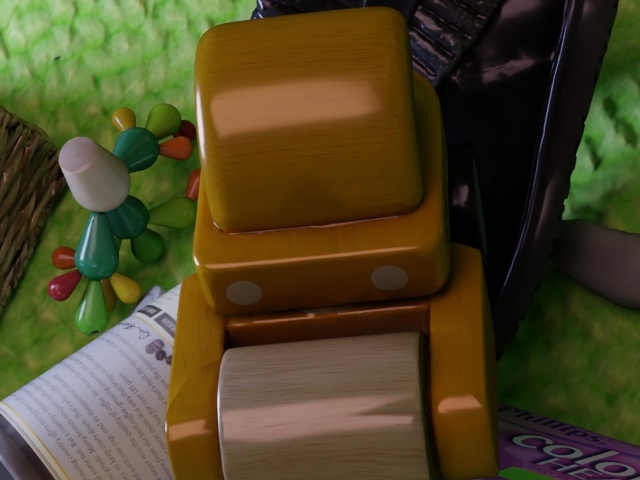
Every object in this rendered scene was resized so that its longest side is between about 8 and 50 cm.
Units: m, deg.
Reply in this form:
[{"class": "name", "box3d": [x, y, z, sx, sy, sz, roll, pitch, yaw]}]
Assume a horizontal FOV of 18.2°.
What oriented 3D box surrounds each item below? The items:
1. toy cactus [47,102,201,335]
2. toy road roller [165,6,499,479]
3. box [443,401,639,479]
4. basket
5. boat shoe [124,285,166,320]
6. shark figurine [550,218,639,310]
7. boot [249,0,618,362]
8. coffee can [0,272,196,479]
[{"class": "toy cactus", "box3d": [-0.177, -0.037, 1.673, 0.112, 0.180, 0.219, 22, 73, 24]}, {"class": "toy road roller", "box3d": [0.000, 0.000, 1.295, 0.203, 0.240, 0.329, -6, 44, 8]}, {"class": "box", "box3d": [0.151, 0.220, 1.364, 0.214, 0.243, 0.117, 16, 108, 31]}, {"class": "basket", "box3d": [-0.405, -0.011, 1.761, 0.223, 0.213, 0.299, 23, 84, 31]}, {"class": "boat shoe", "box3d": [-0.161, 0.189, 1.641, 0.302, 0.091, 0.114, -69, 14, -7]}, {"class": "shark figurine", "box3d": [0.300, -0.007, 1.458, 0.278, 0.116, 0.166, -28, 64, 18]}, {"class": "boot", "box3d": [0.061, -0.089, 1.505, 0.260, 0.131, 0.348, 15, 100, 0]}, {"class": "coffee can", "box3d": [-0.098, 0.143, 1.498, 0.275, 0.201, 0.201, -34, 57, -16]}]
